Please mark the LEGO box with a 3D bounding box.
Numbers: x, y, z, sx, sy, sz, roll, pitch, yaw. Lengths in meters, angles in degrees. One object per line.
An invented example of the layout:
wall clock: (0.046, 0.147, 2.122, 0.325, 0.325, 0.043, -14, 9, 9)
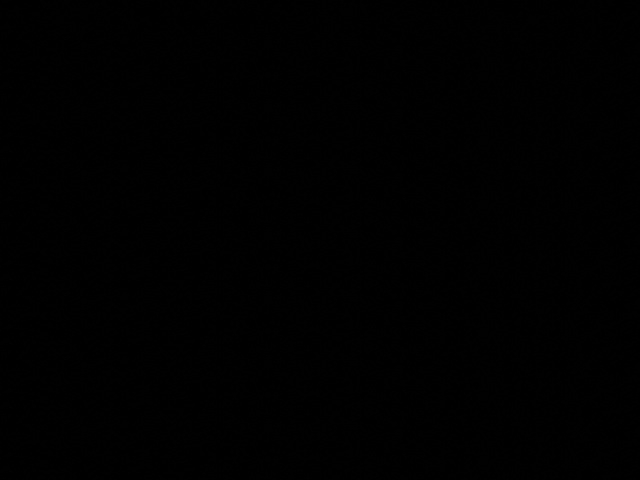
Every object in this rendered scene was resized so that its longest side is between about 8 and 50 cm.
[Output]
LEGO box: (0.003, 0.015, 0.177, 0.372, 0.193, 0.500, -45, -175, -39)
